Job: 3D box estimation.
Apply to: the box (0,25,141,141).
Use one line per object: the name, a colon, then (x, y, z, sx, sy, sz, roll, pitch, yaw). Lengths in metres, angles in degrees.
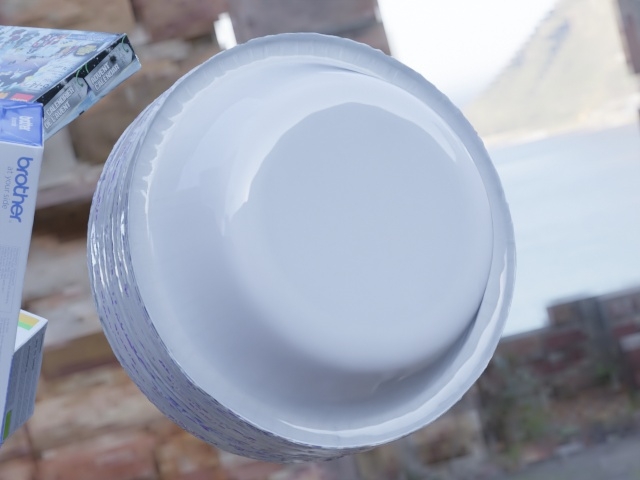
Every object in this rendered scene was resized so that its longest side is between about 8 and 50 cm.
box: (-0.185, -0.093, 1.185, 0.137, 0.027, 0.094, 9, 42, 46)

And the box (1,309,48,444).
box: (-0.379, 0.108, 1.885, 0.203, 0.114, 0.103, 19, 27, 13)

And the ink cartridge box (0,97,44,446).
ink cartridge box: (-0.184, 0.034, 1.064, 0.046, 0.207, 0.097, 8, 16, -10)

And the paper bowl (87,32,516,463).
paper bowl: (0.000, 0.000, 1.310, 0.284, 0.284, 0.148, -16, -6, -27)
